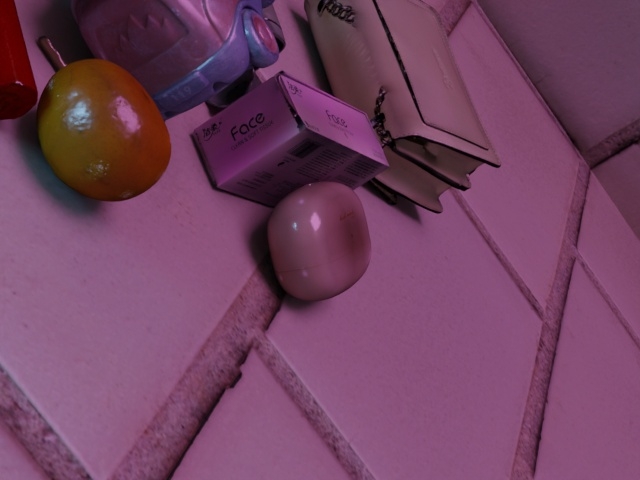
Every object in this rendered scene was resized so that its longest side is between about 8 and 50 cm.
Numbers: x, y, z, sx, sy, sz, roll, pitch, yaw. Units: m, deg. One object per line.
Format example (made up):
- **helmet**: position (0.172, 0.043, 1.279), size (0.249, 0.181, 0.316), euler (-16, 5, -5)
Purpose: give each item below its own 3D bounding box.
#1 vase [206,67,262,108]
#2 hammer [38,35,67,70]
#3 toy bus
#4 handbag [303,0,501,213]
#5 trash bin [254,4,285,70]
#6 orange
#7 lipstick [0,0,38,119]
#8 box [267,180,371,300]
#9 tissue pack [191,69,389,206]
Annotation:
- **vase**: position (-0.084, -0.181, 2.168), size (0.149, 0.081, 0.081), euler (38, 28, -50)
- **hammer**: position (-0.254, -0.152, 1.825), size (0.195, 0.028, 0.060), euler (56, 16, -2)
- **toy bus**: position (-0.189, -0.289, 1.895), size (0.232, 0.197, 0.294), euler (48, 25, -33)
- **handbag**: position (0.113, -0.239, 2.566), size (0.237, 0.160, 0.358), euler (24, 38, -46)
- **trash bin**: position (-0.115, -0.291, 2.188), size (0.059, 0.116, 0.130), euler (32, 32, -50)
- **orange**: position (-0.230, -0.113, 1.692), size (0.156, 0.124, 0.156), euler (54, 4, -6)
- **lipstick**: position (-0.354, -0.251, 1.680), size (0.073, 0.073, 0.279), euler (28, 36, -52)
- **box**: position (0.000, 0.000, 2.052), size (0.200, 0.088, 0.146), euler (-26, 104, -65)
- **tissue pack**: position (-0.036, -0.118, 2.090), size (0.246, 0.148, 0.092), euler (18, 44, -61)
